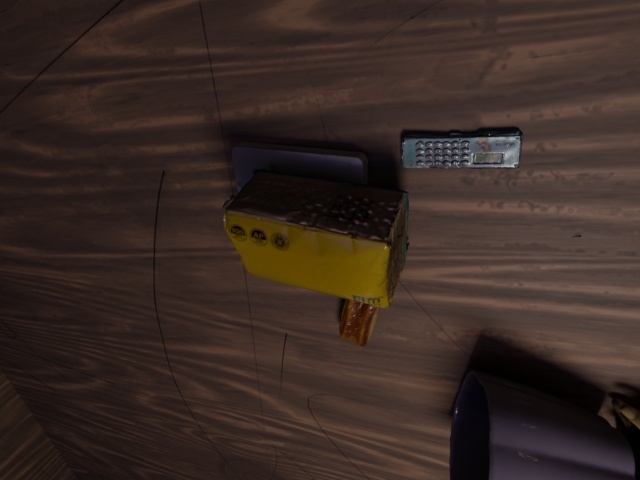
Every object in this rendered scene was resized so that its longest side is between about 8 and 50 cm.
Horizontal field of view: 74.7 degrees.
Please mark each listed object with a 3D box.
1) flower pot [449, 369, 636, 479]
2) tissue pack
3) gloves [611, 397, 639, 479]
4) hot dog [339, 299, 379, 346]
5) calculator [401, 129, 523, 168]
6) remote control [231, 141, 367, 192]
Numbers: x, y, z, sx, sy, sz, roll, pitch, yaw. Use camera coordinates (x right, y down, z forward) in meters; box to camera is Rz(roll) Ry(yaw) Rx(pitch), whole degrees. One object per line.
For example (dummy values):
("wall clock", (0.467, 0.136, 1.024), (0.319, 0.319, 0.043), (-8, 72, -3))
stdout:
("flower pot", (0.371, 0.386, 0.726), (0.243, 0.265, 0.265), (12, 124, 7))
("tissue pack", (0.000, 0.000, 0.698), (0.270, 0.134, 0.192), (11, 144, 19))
("gloves", (0.567, 0.348, 0.693), (0.203, 0.124, 0.164), (36, 109, -8))
("hot dog", (0.079, 0.142, 0.833), (0.071, 0.045, 0.165), (20, 125, 15))
("calculator", (0.206, -0.134, 0.626), (0.172, 0.018, 0.057), (4, 122, 22))
("remote control", (-0.040, -0.115, 0.741), (0.250, 0.034, 0.103), (8, 123, 20))
